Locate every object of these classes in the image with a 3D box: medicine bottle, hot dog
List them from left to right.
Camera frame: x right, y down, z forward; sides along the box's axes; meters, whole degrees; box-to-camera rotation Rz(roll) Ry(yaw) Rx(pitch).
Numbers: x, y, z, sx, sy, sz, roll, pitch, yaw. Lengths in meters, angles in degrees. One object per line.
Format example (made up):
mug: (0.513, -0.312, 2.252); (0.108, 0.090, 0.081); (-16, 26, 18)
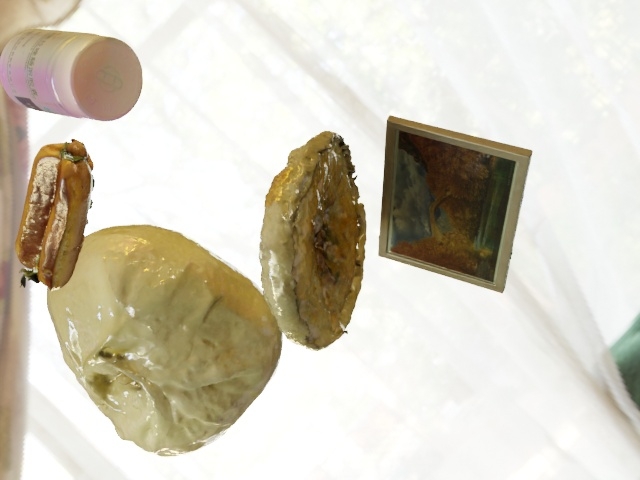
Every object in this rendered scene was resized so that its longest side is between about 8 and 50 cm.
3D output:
hot dog: (-0.258, -0.021, 1.019); (0.055, 0.072, 0.188); (-29, -26, -44)
medicine bottle: (-0.444, -0.295, 1.838); (0.254, 0.152, 0.152); (15, 51, 46)

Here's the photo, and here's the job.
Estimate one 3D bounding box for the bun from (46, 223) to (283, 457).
bun: (-0.234, 0.151, 1.481); (0.361, 0.361, 0.213); (-51, 9, 30)

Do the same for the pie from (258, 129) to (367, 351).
pie: (0.000, 0.000, 1.244); (0.274, 0.055, 0.274); (2, -90, -68)

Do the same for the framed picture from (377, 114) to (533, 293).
framed picture: (0.165, -0.042, 1.328); (0.250, 0.184, 0.016); (92, -159, -46)
